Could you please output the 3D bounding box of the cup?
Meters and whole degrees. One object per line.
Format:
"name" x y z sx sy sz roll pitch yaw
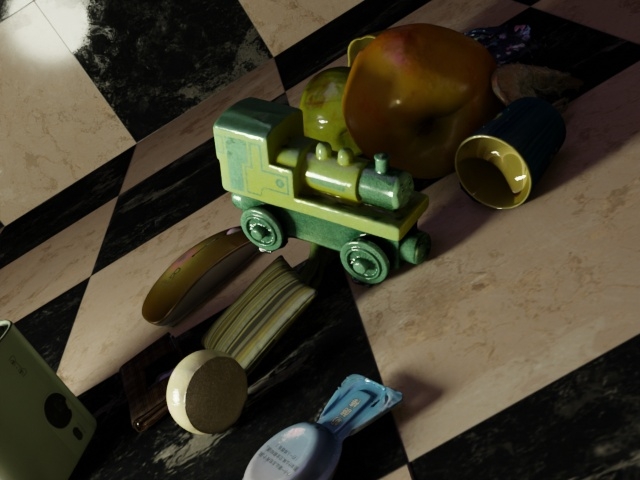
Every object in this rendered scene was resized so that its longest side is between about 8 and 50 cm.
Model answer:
"cup" 0.298 -0.136 1.350 0.155 0.131 0.176 -43 -2 -34

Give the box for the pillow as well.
"pillow" -0.104 0.129 1.388 0.208 0.052 0.212 -47 23 -2

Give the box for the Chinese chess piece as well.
"Chinese chess piece" -0.163 0.218 1.217 0.051 0.122 0.122 9 45 46

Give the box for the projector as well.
"projector" -0.561 0.315 1.392 0.248 0.249 0.248 -22 25 25

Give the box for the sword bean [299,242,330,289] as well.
"sword bean" 0.000 0.000 1.490 0.038 0.043 0.269 -27 36 44

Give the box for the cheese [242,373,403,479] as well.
"cheese" -0.012 0.256 1.027 0.244 0.052 0.135 -41 26 -20

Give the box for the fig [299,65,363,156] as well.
"fig" 0.061 -0.283 1.850 0.230 0.207 0.207 -5 35 43

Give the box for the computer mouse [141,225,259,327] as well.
"computer mouse" -0.238 0.057 1.729 0.310 0.072 0.158 -41 25 -20

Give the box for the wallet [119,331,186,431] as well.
"wallet" -0.283 0.237 1.451 0.124 0.042 0.230 -39 20 -6

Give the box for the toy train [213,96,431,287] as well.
"toy train" 0.010 -0.078 1.356 0.369 0.237 0.150 17 41 26

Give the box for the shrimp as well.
"shrimp" 0.385 -0.253 1.456 0.223 0.126 0.047 -8 -29 -33

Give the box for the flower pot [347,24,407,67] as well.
"flower pot" 0.188 -0.425 2.015 0.179 0.195 0.195 -32 19 -29

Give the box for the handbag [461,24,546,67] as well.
"handbag" 0.347 -0.380 1.782 0.162 0.113 0.260 -46 26 -13

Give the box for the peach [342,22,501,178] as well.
"peach" 0.178 -0.259 1.544 0.289 0.289 0.308 -26 29 16
